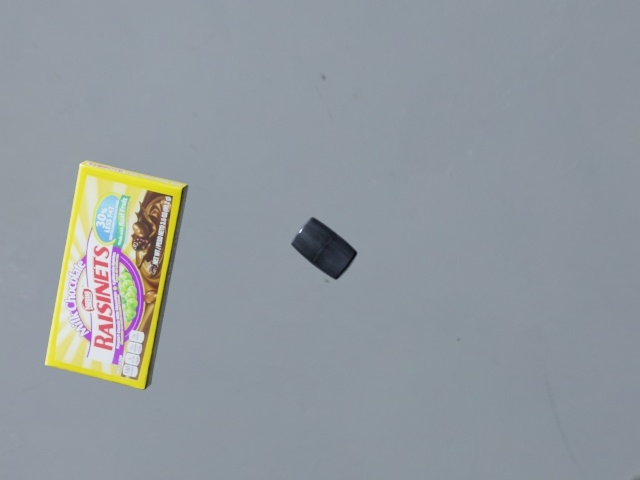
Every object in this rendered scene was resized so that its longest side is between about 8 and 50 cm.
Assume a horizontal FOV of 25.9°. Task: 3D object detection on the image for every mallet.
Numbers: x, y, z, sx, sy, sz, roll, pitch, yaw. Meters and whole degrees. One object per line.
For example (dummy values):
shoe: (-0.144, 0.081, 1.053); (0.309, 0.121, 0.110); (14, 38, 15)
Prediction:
mallet: (0.000, 0.000, 1.429); (0.062, 0.190, 0.039); (38, 93, -6)

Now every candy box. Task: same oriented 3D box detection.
candy box: (-0.197, 0.035, 1.341); (0.105, 0.027, 0.206); (14, 103, 8)
